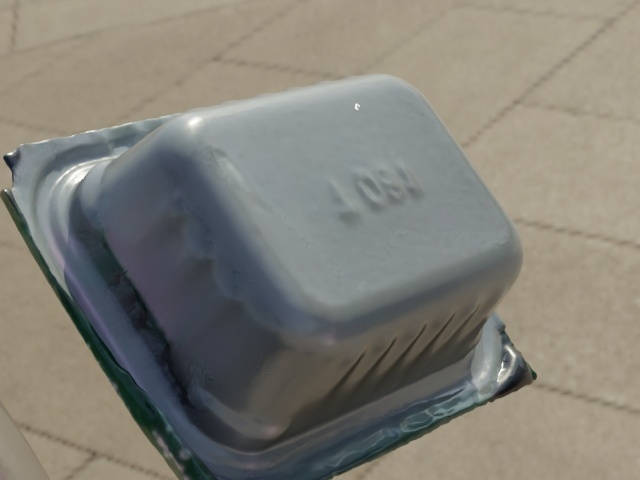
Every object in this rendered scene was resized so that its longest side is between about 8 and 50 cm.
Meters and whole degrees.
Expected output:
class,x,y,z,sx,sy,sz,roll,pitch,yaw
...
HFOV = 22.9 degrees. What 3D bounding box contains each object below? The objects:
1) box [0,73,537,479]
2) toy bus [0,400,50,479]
class,x,y,z,sx,sy,sz,roll,pitch,yaw
box,0.000,0.000,0.965,0.336,0.264,0.106,-19,-19,-48
toy bus,-0.197,0.180,0.768,0.162,0.171,0.386,-42,51,3
